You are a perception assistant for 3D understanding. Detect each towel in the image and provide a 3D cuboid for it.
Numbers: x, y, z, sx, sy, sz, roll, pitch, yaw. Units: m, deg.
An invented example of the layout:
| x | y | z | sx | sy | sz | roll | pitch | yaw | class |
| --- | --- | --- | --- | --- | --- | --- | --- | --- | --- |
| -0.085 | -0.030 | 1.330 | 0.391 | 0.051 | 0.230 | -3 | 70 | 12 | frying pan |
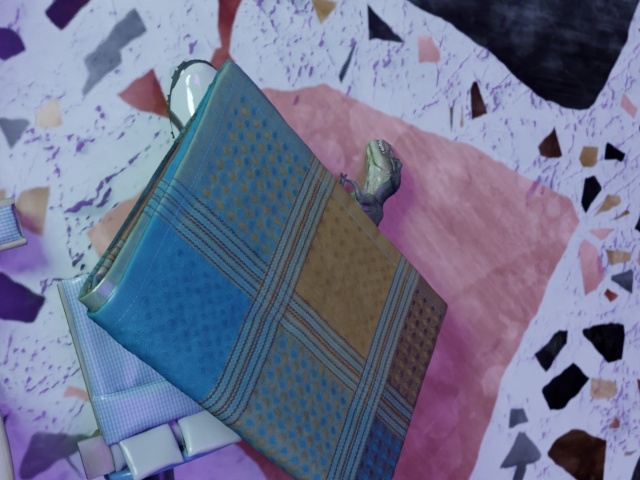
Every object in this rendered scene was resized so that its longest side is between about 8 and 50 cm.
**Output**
| x | y | z | sx | sy | sz | roll | pitch | yaw | class |
| --- | --- | --- | --- | --- | --- | --- | --- | --- | --- |
| -0.025 | 0.058 | 0.865 | 0.370 | 0.040 | 0.271 | 46 | 52 | -31 | towel |

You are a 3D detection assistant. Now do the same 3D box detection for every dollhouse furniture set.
| x | y | z | sx | sy | sz | roll | pitch | yaw | class |
| --- | --- | --- | --- | --- | --- | --- | --- | --- | --- |
| -0.186 | 0.074 | 0.794 | 0.303 | 0.198 | 0.286 | -15 | 92 | -24 | dollhouse furniture set |

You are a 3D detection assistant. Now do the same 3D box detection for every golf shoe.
| x | y | z | sx | sy | sz | roll | pitch | yaw | class |
| --- | --- | --- | --- | --- | --- | --- | --- | --- | --- |
| -0.091 | -0.080 | 0.914 | 0.077 | 0.094 | 0.198 | -15 | 97 | -24 | golf shoe |

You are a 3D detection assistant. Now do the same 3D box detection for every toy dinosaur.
| x | y | z | sx | sy | sz | roll | pitch | yaw | class |
| --- | --- | --- | --- | --- | --- | --- | --- | --- | --- |
| 0.000 | 0.000 | 0.980 | 0.118 | 0.064 | 0.268 | 30 | 82 | -30 | toy dinosaur |

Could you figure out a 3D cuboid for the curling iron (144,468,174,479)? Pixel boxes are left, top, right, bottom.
| x | y | z | sx | sy | sz | roll | pitch | yaw | class |
| --- | --- | --- | --- | --- | --- | --- | --- | --- | --- |
| -0.166 | 0.251 | 0.917 | 0.068 | 0.035 | 0.274 | 3 | 90 | -26 | curling iron |
